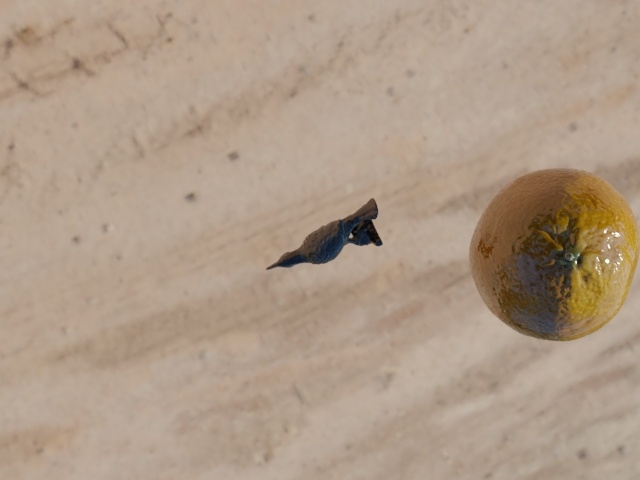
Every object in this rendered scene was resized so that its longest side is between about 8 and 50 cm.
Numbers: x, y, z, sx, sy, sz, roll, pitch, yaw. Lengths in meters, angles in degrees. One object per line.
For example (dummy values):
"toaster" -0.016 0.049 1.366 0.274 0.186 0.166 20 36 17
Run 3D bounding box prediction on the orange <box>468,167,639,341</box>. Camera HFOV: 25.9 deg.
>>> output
"orange" 0.338 0.020 1.992 0.264 0.264 0.264 -20 146 -14

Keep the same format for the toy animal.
"toy animal" 0.008 0.000 2.067 0.202 0.070 0.105 -24 160 14
